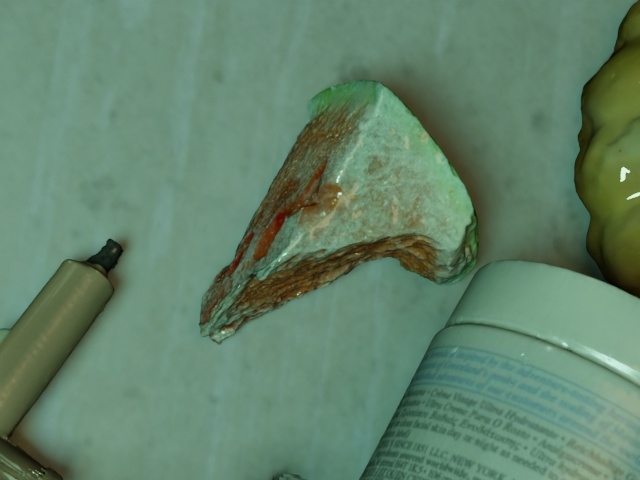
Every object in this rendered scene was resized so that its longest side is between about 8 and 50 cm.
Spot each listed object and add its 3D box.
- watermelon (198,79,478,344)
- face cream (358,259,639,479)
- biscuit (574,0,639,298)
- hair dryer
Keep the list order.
[{"bbox_3d":[0.002,-0.024,0.920,0.158,0.098,0.121,-14,84,-15],"label":"watermelon"},{"bbox_3d":[0.120,0.119,0.882,0.177,0.177,0.153,33,74,-9],"label":"face cream"},{"bbox_3d":[0.310,-0.035,1.012,0.326,0.107,0.325,4,75,-16],"label":"biscuit"},{"bbox_3d":[-0.159,0.066,0.876,0.117,0.064,0.181,37,64,-6],"label":"hair dryer"}]
